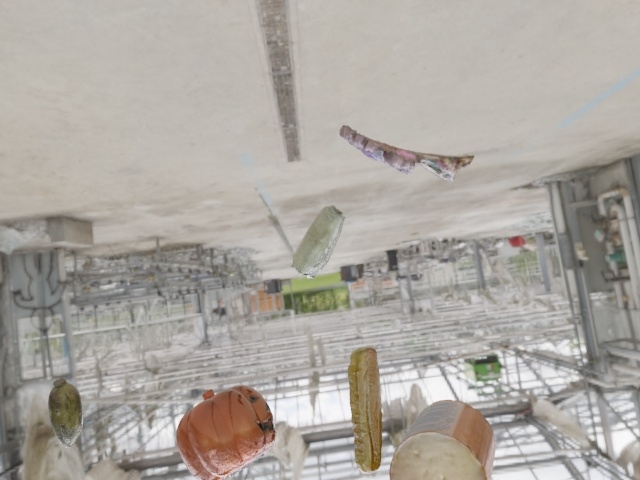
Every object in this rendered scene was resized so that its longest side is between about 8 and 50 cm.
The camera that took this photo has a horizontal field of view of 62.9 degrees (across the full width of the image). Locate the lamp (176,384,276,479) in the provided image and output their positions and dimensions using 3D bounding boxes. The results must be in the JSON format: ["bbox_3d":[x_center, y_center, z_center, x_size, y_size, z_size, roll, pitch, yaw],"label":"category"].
[{"bbox_3d":[-0.181,0.357,0.992,0.187,0.164,0.188,-28,162,-10],"label":"lamp"}]

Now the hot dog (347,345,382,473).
[{"bbox_3d":[0.101,0.387,1.202,0.061,0.286,0.087,-4,174,41],"label":"hot dog"}]

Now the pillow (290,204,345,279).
[{"bbox_3d":[0.000,0.000,1.206,0.077,0.181,0.134,30,178,5],"label":"pillow"}]

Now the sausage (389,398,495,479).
[{"bbox_3d":[0.314,0.545,1.312,0.233,0.233,0.287,-10,176,20],"label":"sausage"}]

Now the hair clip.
[{"bbox_3d":[0.179,-0.178,1.101,0.300,0.069,0.173,10,-168,-14],"label":"hair clip"}]

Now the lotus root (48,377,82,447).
[{"bbox_3d":[-0.678,0.458,1.398,0.080,0.179,0.089,-10,171,-29],"label":"lotus root"}]
